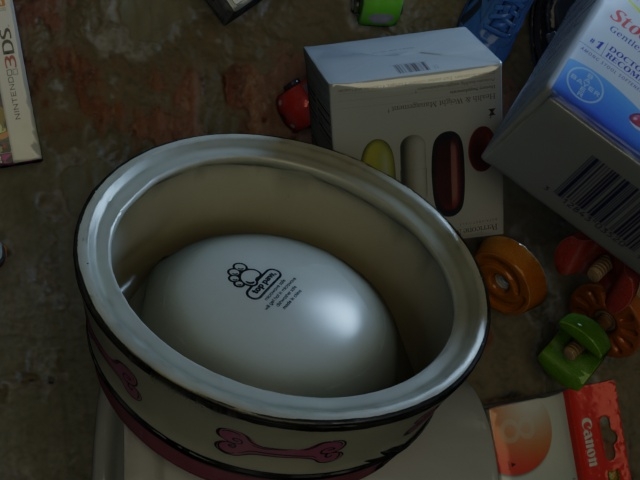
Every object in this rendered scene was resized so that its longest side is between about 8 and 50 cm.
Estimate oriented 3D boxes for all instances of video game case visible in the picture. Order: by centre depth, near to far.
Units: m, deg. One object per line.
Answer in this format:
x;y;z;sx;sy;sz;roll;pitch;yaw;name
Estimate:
-0.441;-0.171;1.676;0.232;0.042;0.210;-10;90;-12;video game case

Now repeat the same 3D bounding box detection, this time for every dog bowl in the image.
-0.048;0.076;1.489;0.408;0.408;0.150;7;131;-11;dog bowl

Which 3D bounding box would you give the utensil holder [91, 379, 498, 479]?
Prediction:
-0.039;0.284;1.610;0.386;0.327;0.327;2;88;-13;utensil holder

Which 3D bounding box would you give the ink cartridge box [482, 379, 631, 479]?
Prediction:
0.290;0.255;1.818;0.179;0.045;0.145;-10;91;-9;ink cartridge box

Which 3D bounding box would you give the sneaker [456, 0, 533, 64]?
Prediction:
0.219;-0.286;1.796;0.069;0.082;0.209;23;86;-12;sneaker

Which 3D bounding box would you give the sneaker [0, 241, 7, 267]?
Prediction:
-0.477;0.006;1.641;0.262;0.099;0.121;-7;86;-13;sneaker

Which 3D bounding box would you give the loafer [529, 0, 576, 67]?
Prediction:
0.336;-0.168;1.809;0.109;0.095;0.302;-17;92;-12;loafer

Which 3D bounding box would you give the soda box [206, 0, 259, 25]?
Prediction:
-0.017;-0.368;1.739;0.286;0.098;0.091;-36;95;-10;soda box

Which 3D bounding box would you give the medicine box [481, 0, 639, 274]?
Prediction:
0.361;-0.136;1.617;0.263;0.149;0.289;36;55;-3;medicine box

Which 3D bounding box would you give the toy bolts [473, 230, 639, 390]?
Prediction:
0.314;0.023;1.764;0.218;0.228;0.158;42;54;13;toy bolts

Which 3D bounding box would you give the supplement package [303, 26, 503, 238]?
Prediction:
0.094;-0.113;1.691;0.194;0.149;0.203;-8;115;-8;supplement package

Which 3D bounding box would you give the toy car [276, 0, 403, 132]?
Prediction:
0.069;-0.239;1.776;0.239;0.053;0.225;0;89;-12;toy car
